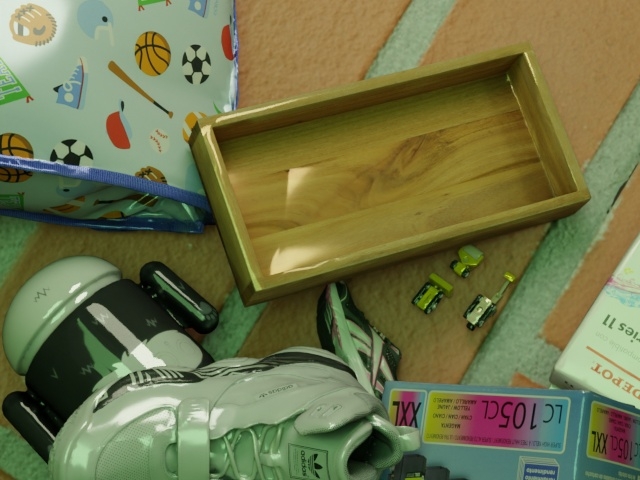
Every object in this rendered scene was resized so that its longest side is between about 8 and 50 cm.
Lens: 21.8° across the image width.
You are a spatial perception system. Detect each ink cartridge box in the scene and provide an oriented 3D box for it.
[{"bbox_3d":[0.181,0.354,1.734,0.270,0.151,0.395,-2,77,41],"label":"ink cartridge box"},{"bbox_3d":[0.394,0.119,1.839,0.207,0.119,0.353,32,82,10],"label":"ink cartridge box"}]

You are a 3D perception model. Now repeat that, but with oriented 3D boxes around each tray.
[{"bbox_3d":[0.079,-0.078,1.871,0.411,0.076,0.202,-15,76,-19],"label":"tray"}]

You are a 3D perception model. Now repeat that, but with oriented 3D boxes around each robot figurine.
[{"bbox_3d":[-0.229,0.143,1.867,0.278,0.209,0.173,43,125,11],"label":"robot figurine"}]

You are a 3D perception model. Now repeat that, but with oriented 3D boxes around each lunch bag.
[{"bbox_3d":[-0.282,-0.188,1.902,0.386,0.239,0.327,6,75,-21],"label":"lunch bag"}]

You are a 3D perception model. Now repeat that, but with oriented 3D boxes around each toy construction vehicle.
[{"bbox_3d":[0.167,0.060,1.920,0.086,0.035,0.098,34,80,22],"label":"toy construction vehicle"}]

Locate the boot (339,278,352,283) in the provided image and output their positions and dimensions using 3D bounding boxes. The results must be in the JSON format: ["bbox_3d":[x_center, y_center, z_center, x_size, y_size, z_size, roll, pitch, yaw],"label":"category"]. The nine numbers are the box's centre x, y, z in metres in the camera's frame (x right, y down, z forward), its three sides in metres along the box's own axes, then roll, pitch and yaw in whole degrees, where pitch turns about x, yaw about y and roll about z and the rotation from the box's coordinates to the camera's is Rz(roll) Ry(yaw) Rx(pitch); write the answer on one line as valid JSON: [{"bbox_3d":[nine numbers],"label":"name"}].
[{"bbox_3d":[0.000,0.000,1.930,0.087,0.042,0.118,-4,56,22],"label":"boot"}]

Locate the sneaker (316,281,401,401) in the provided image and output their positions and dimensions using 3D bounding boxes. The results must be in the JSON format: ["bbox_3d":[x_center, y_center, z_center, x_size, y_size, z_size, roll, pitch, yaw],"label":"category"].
[{"bbox_3d":[0.051,0.127,1.905,0.077,0.072,0.178,-11,74,-21],"label":"sneaker"}]

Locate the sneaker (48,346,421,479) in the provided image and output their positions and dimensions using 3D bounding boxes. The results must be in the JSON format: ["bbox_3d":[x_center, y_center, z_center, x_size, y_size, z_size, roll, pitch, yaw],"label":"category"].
[{"bbox_3d":[-0.080,0.209,1.696,0.366,0.210,0.137,-12,110,-30],"label":"sneaker"}]
